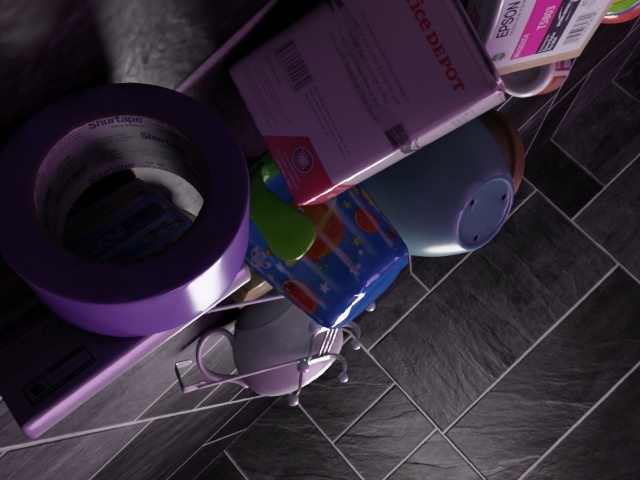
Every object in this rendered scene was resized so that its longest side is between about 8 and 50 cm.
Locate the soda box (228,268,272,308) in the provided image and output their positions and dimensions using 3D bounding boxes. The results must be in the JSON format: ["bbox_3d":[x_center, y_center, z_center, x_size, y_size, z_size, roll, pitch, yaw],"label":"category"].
[{"bbox_3d":[-0.093,0.050,1.112,0.181,0.058,0.061,-32,161,-41],"label":"soda box"}]

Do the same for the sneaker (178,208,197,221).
[{"bbox_3d":[-0.218,0.069,0.762,0.240,0.091,0.126,-45,166,3],"label":"sneaker"}]

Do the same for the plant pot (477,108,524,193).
[{"bbox_3d":[0.283,-0.160,1.244,0.109,0.237,0.237,1,138,-41],"label":"plant pot"}]

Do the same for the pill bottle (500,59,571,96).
[{"bbox_3d":[0.457,-0.368,1.289,0.216,0.121,0.121,-23,155,-54],"label":"pill bottle"}]

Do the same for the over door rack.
[{"bbox_3d":[-0.080,0.181,1.036,0.324,0.108,0.240,-1,135,-17],"label":"over door rack"}]

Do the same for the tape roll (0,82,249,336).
[{"bbox_3d":[-0.150,-0.025,0.483,0.189,0.189,0.080,-38,164,-22],"label":"tape roll"}]

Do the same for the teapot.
[{"bbox_3d":[-0.093,0.185,1.268,0.252,0.187,0.256,-17,-158,33],"label":"teapot"}]

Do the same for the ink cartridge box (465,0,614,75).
[{"bbox_3d":[0.319,-0.348,0.894,0.193,0.088,0.235,-15,163,-2],"label":"ink cartridge box"}]

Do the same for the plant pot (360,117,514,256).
[{"bbox_3d":[0.204,-0.086,1.027,0.290,0.195,0.290,-22,130,-28],"label":"plant pot"}]

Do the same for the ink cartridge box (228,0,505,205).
[{"bbox_3d":[0.046,-0.153,0.593,0.217,0.159,0.092,-28,176,21],"label":"ink cartridge box"}]

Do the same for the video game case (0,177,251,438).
[{"bbox_3d":[-0.201,0.041,0.544,0.212,0.193,0.023,-37,140,-24],"label":"video game case"}]

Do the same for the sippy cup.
[{"bbox_3d":[0.000,0.000,0.890,0.305,0.224,0.240,-30,161,-45],"label":"sippy cup"}]

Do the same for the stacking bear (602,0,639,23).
[{"bbox_3d":[0.476,-0.469,1.013,0.175,0.164,0.289,-51,159,26],"label":"stacking bear"}]
